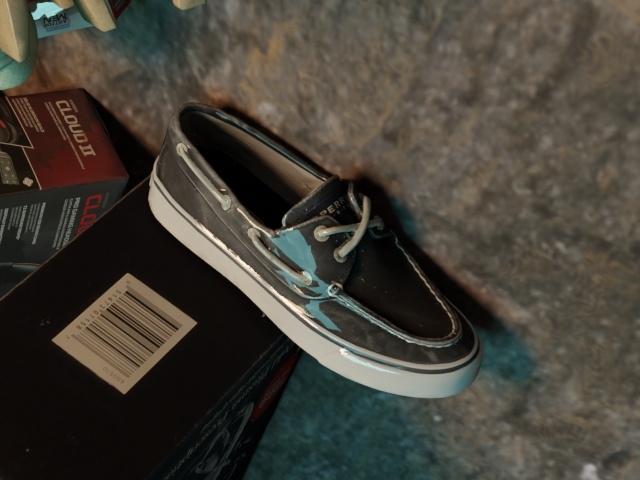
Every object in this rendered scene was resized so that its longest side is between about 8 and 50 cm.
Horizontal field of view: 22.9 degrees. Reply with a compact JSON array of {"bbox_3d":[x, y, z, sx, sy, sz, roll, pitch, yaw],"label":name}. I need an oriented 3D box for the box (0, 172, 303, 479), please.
[{"bbox_3d":[-0.182,0.165,1.259,0.179,0.343,0.312,35,136,10],"label":"box"}]

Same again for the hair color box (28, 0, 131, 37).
[{"bbox_3d":[-0.215,-0.239,1.179,0.093,0.053,0.167,-10,115,16],"label":"hair color box"}]

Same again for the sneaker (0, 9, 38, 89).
[{"bbox_3d":[-0.293,-0.211,1.131,0.256,0.094,0.151,55,177,24],"label":"sneaker"}]

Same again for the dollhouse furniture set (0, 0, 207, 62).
[{"bbox_3d":[-0.119,-0.240,1.000,0.259,0.262,0.135,36,144,58],"label":"dollhouse furniture set"}]

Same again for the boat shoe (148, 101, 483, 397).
[{"bbox_3d":[0.000,0.000,1.181,0.301,0.108,0.102,38,138,18],"label":"boat shoe"}]

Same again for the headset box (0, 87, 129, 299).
[{"bbox_3d":[-0.302,-0.003,1.291,0.110,0.293,0.218,59,142,29],"label":"headset box"}]
